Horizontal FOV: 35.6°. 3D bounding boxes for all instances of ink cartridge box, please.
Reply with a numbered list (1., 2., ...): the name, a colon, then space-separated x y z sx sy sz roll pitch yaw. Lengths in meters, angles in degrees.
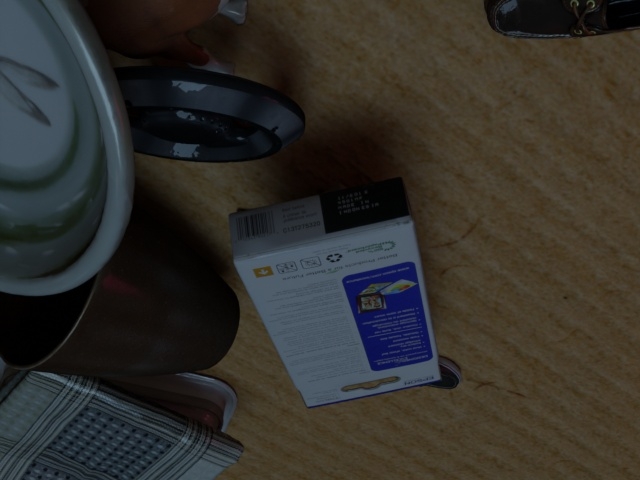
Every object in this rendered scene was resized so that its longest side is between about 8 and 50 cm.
1. ink cartridge box: 0.030 0.074 1.088 0.175 0.069 0.371 -12 145 4

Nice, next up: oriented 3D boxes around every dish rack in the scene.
1. dish rack: -0.304 0.277 1.406 0.332 0.072 0.286 14 134 -11

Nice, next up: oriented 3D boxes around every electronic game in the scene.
1. electronic game: -0.128 -0.120 0.956 0.229 0.048 0.229 3 169 1

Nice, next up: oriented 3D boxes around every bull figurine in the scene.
1. bull figurine: -0.122 -0.218 0.859 0.188 0.101 0.310 10 159 -38

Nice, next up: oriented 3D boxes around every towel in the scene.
1. towel: -0.317 0.300 1.340 0.312 0.056 0.324 30 129 -24

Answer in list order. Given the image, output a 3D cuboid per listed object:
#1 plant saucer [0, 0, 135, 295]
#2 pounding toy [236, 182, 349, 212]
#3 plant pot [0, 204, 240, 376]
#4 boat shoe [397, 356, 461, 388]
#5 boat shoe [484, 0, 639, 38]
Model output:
1. plant saucer: -0.303 -0.141 0.861 0.400 0.100 0.401 17 129 23
2. pounding toy: 0.000 0.000 1.121 0.141 0.100 0.130 -30 141 30
3. plant pot: -0.209 0.068 1.121 0.215 0.215 0.230 -35 138 30
4. boat shoe: 0.125 0.172 1.312 0.142 0.040 0.049 24 130 -21
5. boat shoe: 0.253 -0.221 0.901 0.206 0.073 0.073 -11 135 14
